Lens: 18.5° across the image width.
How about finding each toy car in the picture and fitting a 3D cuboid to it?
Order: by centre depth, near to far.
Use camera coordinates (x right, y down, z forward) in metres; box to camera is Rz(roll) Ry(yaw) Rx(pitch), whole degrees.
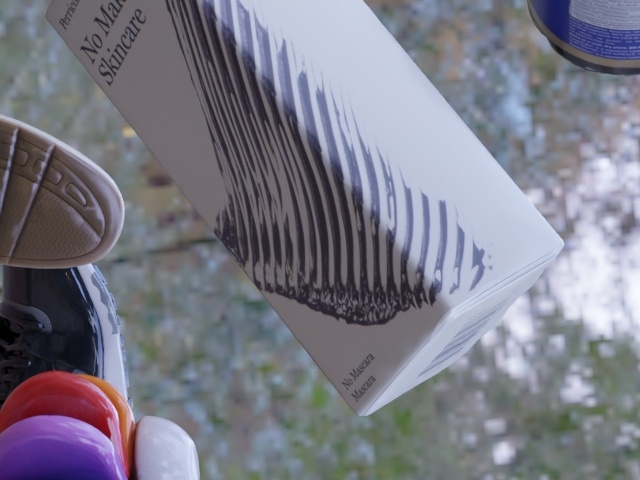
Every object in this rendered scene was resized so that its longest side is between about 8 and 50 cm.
[{"bbox_3d":[-0.170,0.161,1.310,0.182,0.159,0.136,-88,169,-56],"label":"toy car"}]

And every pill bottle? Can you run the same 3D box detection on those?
[{"bbox_3d":[0.177,-0.195,1.119,0.219,0.123,0.123,75,6,-66],"label":"pill bottle"}]

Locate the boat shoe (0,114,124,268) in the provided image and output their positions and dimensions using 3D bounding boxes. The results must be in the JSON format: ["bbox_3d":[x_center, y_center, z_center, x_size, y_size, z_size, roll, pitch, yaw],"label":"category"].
[{"bbox_3d":[-0.293,-0.058,1.477,0.098,0.302,0.109,-100,-156,-78],"label":"boat shoe"}]

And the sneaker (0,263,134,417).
[{"bbox_3d":[-0.223,0.119,1.540,0.107,0.124,0.283,11,-61,53],"label":"sneaker"}]

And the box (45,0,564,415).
[{"bbox_3d":[-0.013,-0.058,0.986,0.275,0.094,0.113,50,-41,13],"label":"box"}]
